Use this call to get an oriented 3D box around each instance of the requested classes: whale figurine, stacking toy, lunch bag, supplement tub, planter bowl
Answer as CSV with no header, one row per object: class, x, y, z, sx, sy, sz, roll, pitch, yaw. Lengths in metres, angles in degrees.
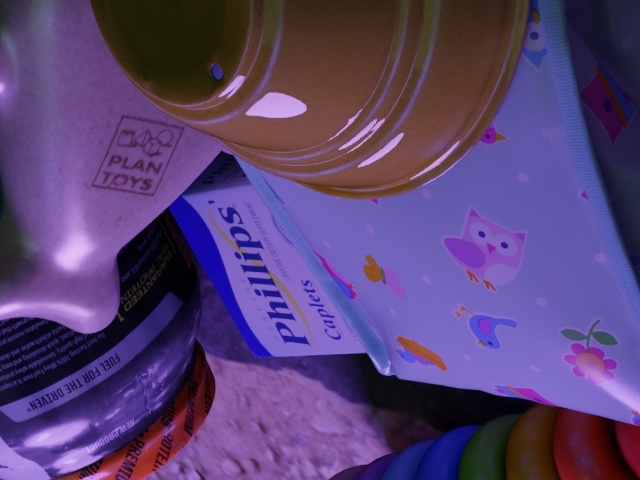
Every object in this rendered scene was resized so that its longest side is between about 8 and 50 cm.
whale figurine,-0.124,-0.085,0.800,0.141,0.216,0.272,40,114,43
stacking toy,0.132,0.146,0.894,0.141,0.141,0.330,46,132,-6
lunch bag,0.079,-0.057,0.695,0.223,0.160,0.262,5,134,48
supplement tub,-0.206,-0.009,0.937,0.207,0.207,0.338,-3,123,39
planter bowl,-0.030,-0.110,0.600,0.217,0.090,0.217,20,119,40

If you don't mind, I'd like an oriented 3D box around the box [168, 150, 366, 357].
box,0.000,0.000,0.891,0.137,0.072,0.126,-7,120,41
